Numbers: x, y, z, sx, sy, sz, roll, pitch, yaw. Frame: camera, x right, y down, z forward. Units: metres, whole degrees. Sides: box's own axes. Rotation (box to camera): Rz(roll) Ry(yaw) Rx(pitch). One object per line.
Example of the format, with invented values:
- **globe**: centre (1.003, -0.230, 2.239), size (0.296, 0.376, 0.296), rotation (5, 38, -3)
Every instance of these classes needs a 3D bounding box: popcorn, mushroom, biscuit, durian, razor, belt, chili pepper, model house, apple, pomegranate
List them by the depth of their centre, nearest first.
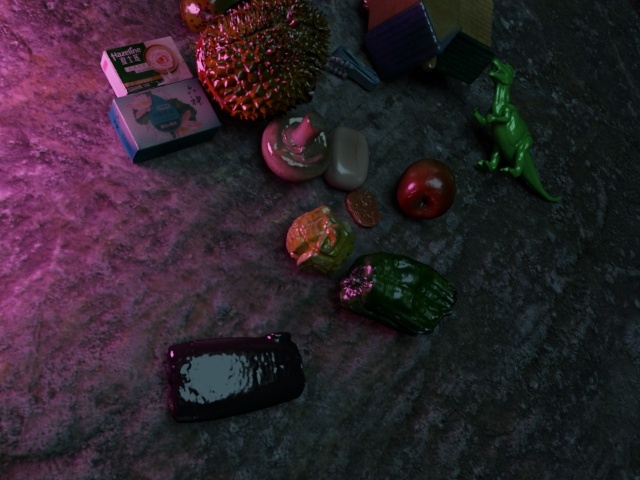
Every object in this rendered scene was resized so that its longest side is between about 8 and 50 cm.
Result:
- **razor**: centre (-0.202, 0.321, 1.412), size (0.327, 0.107, 0.189), rotation (-3, 75, -28)
- **durian**: centre (-0.157, -0.485, 1.564), size (0.348, 0.384, 0.347), rotation (9, 72, -30)
- **popcorn**: centre (0.001, -0.001, 1.604), size (0.185, 0.167, 0.188), rotation (46, 19, 22)
- **mushroom**: centre (-0.053, -0.274, 1.636), size (0.208, 0.215, 0.207), rotation (10, 63, -21)
- **chili pepper**: centre (0.218, 0.152, 1.658), size (0.385, 0.168, 0.212), rotation (18, 80, -33)
- **pomegranate**: centre (-0.310, -0.664, 1.699), size (0.205, 0.159, 0.159), rotation (2, 69, -52)
- **biscuit**: centre (0.130, -0.099, 1.780), size (0.102, 0.019, 0.130), rotation (-25, 85, -31)
- **apple**: centre (0.325, -0.159, 1.815), size (0.181, 0.181, 0.168), rotation (24, 40, -17)
- **belt**: centre (0.109, -0.549, 1.909), size (0.179, 0.065, 0.100), rotation (35, 50, -11)
- **model house**: centre (0.360, -0.680, 1.958), size (0.383, 0.335, 0.342), rotation (9, 81, -32)

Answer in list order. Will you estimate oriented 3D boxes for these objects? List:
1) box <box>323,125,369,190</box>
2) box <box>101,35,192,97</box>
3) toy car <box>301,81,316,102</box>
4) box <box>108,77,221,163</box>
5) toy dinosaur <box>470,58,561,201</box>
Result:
- **box**: centre (0.076, -0.247, 1.766), size (0.146, 0.088, 0.200), rotation (12, 68, -24)
- **box**: centre (-0.463, -0.452, 1.576), size (0.199, 0.081, 0.135), rotation (-27, 85, -33)
- **toy car**: centre (-0.068, -0.485, 1.766), size (0.139, 0.112, 0.112), rotation (-7, 76, -29)
- **box**: centre (-0.407, -0.316, 1.546), size (0.245, 0.092, 0.153), rotation (-26, 85, -31)
- **toy dinosaur**: centre (0.715, -0.373, 2.080), size (0.500, 0.144, 0.374), rotation (17, 84, -34)
